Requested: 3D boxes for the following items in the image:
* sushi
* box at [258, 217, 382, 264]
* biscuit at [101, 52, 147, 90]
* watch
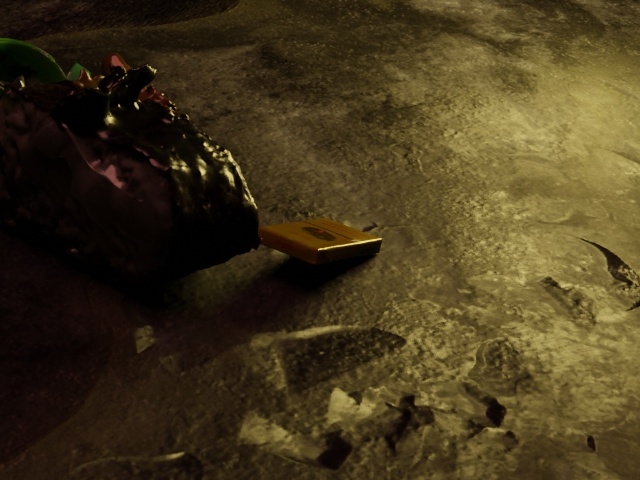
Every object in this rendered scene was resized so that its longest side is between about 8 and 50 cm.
[{"bbox_3d":[-0.226,-0.091,1.675,0.348,0.234,0.207,31,34,33],"label":"sushi"},{"bbox_3d":[0.000,0.000,1.720,0.087,0.023,0.155,24,16,27],"label":"box"},{"bbox_3d":[-0.208,-0.149,1.902,0.047,0.164,0.208,-39,38,-6],"label":"biscuit"},{"bbox_3d":[-0.389,-0.190,1.885,0.152,0.131,0.165,32,34,-4],"label":"watch"}]
